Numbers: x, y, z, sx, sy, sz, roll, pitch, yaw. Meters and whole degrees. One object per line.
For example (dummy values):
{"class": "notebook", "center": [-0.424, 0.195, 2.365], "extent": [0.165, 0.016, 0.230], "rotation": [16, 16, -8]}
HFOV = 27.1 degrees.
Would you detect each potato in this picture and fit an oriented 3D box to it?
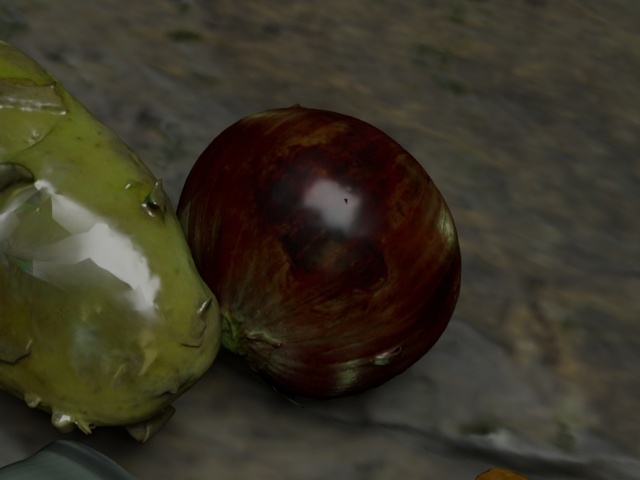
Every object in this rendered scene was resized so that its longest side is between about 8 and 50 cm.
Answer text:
{"class": "potato", "center": [-0.132, -0.013, 0.487], "extent": [0.225, 0.090, 0.117], "rotation": [32, 99, 12]}

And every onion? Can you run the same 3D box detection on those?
{"class": "onion", "center": [0.000, 0.000, 0.516], "extent": [0.117, 0.118, 0.118], "rotation": [27, 59, 7]}

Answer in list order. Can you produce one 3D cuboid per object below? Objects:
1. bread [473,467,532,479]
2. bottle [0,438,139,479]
{"class": "bread", "center": [0.012, 0.204, 0.401], "extent": [0.077, 0.139, 0.271], "rotation": [19, 51, 38]}
{"class": "bottle", "center": [-0.137, 0.177, 0.405], "extent": [0.253, 0.079, 0.096], "rotation": [-52, 120, -30]}
